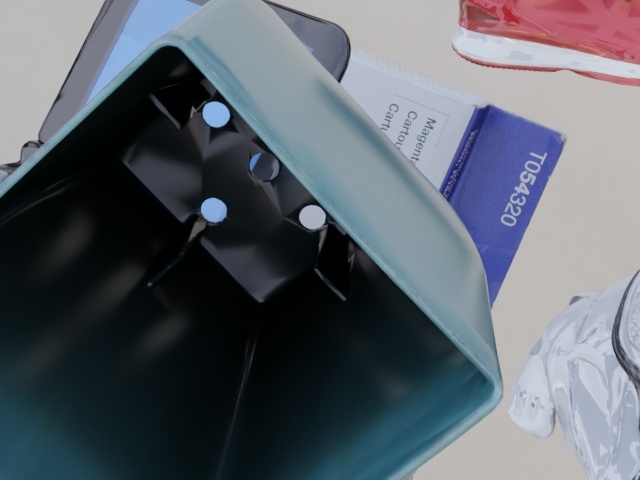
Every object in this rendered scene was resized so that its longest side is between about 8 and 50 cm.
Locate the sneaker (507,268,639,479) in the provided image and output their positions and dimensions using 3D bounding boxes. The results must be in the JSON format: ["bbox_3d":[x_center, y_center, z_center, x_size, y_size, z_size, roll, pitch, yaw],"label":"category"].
[{"bbox_3d":[0.276,0.200,1.555,0.210,0.137,0.366,-19,65,61],"label":"sneaker"}]

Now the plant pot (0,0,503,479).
[{"bbox_3d":[-0.039,0.005,0.699,0.166,0.165,0.234,-40,10,17],"label":"plant pot"}]

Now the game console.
[{"bbox_3d":[-0.160,-0.068,1.134,0.250,0.173,0.293,-11,23,-32],"label":"game console"}]

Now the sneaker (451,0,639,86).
[{"bbox_3d":[0.206,-0.181,1.231,0.221,0.128,0.087,2,24,-2],"label":"sneaker"}]

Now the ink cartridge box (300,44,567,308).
[{"bbox_3d":[0.000,0.000,1.482,0.071,0.330,0.324,-84,16,-76],"label":"ink cartridge box"}]

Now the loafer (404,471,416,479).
[{"bbox_3d":[-0.074,0.106,1.268,0.319,0.112,0.111,26,104,26],"label":"loafer"}]
